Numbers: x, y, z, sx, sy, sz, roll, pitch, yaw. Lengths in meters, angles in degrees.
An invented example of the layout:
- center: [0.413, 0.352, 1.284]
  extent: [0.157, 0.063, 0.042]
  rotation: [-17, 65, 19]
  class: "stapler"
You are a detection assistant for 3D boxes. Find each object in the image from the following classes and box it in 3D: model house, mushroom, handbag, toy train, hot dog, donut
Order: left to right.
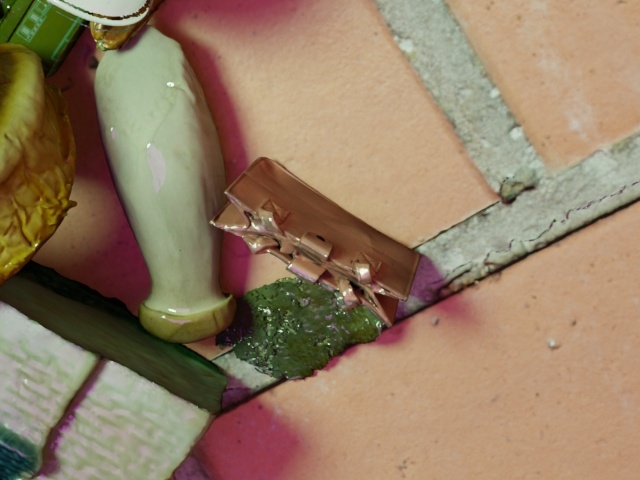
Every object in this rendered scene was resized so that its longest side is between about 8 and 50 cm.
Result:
- center: [-0.384, -0.064, 1.139]
  extent: [0.330, 0.330, 0.160]
  rotation: [-27, 138, 16]
  class: "donut"
- center: [-0.295, 0.202, 1.212]
  extent: [0.298, 0.243, 0.284]
  rotation: [31, 91, -4]
  class: "model house"
- center: [-0.290, -0.275, 1.198]
  extent: [0.137, 0.090, 0.225]
  rotation: [35, 113, -12]
  class: "toy train"
- center: [-0.196, -0.245, 1.177]
  extent: [0.122, 0.037, 0.049]
  rotation: [-49, 118, -22]
  class: "hot dog"
- center: [-0.164, -0.055, 1.218]
  extent: [0.128, 0.128, 0.350]
  rotation: [-3, 107, 11]
  class: "mushroom"
- center: [0.000, 0.000, 1.181]
  extent: [0.213, 0.157, 0.059]
  rotation: [31, 108, 1]
  class: "handbag"

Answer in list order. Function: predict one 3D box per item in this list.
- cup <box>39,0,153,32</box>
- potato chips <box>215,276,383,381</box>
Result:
- center: [-0.188, -0.375, 1.034]
  extent: [0.253, 0.253, 0.274]
  rotation: [33, 69, 0]
  class: "cup"
- center: [-0.024, 0.101, 1.276]
  extent: [0.209, 0.026, 0.142]
  rotation: [3, 115, 19]
  class: "potato chips"
